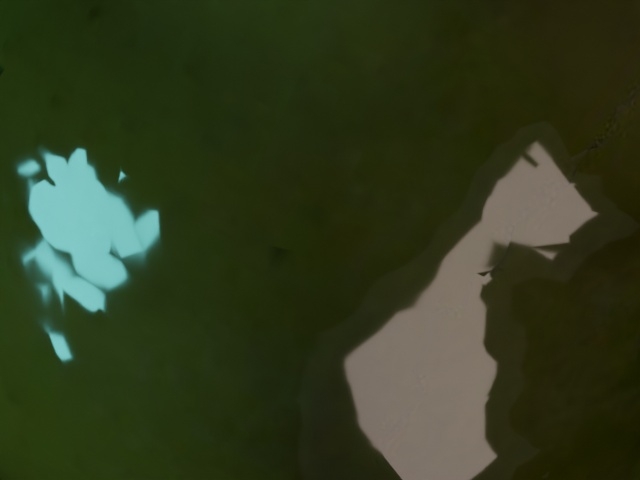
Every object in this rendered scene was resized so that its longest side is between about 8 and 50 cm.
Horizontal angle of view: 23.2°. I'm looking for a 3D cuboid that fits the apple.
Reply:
[{"bbox_3d":[0.033,-0.047,0.654,0.474,0.473,0.473,-7,142,-5],"label":"apple"}]
